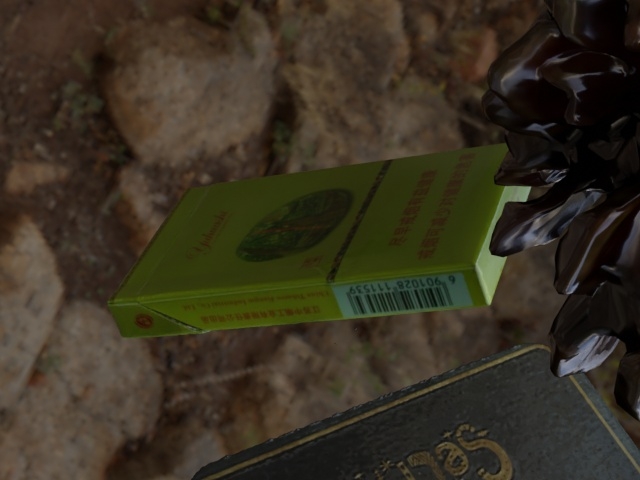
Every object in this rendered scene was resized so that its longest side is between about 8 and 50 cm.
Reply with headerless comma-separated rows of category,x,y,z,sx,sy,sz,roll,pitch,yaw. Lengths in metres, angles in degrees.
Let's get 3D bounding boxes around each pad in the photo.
pad,0.094,0.170,0.991,0.375,0.315,0.063,-17,150,-34

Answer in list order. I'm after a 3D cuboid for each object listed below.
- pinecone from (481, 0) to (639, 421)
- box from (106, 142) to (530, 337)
pinecone,0.274,-0.045,0.655,0.398,0.397,0.398,-62,179,-2
box,0.000,0.000,1.185,0.047,0.335,0.187,68,29,-29
